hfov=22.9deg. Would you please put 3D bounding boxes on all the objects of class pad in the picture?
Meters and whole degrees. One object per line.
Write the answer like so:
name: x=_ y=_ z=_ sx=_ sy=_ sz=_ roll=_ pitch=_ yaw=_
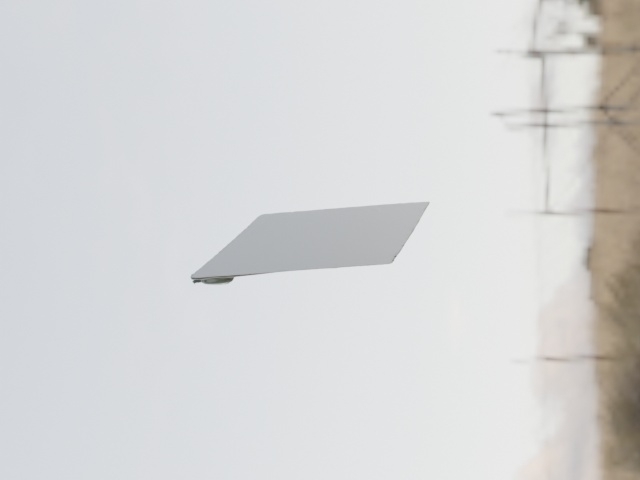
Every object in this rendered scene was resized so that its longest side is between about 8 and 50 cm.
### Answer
pad: x=0.000 y=-0.001 z=1.311 sx=0.265 sy=0.159 sz=0.009 roll=-49 pitch=-46 yaw=-74
